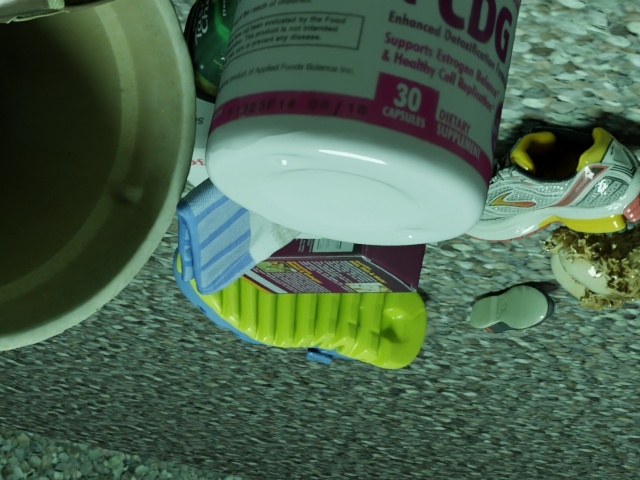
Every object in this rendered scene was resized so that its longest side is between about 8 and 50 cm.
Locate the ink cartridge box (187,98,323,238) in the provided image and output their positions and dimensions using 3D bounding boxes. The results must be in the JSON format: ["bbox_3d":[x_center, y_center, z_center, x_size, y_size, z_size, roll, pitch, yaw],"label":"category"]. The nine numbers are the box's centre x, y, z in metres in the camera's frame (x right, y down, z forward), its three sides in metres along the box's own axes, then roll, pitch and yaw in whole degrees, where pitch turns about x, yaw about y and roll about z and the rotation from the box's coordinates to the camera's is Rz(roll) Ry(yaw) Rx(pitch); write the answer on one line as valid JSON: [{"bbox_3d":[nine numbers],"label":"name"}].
[{"bbox_3d":[-0.028,-0.077,1.712,0.154,0.093,0.212,2,162,24],"label":"ink cartridge box"}]

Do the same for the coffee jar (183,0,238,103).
[{"bbox_3d":[-0.046,-0.163,1.420,0.079,0.096,0.184,14,162,-15],"label":"coffee jar"}]

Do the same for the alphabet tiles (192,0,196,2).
[{"bbox_3d":[-0.079,-0.224,1.423,0.198,0.009,0.237,-7,155,45],"label":"alphabet tiles"}]

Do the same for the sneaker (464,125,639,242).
[{"bbox_3d":[0.183,-0.060,1.689,0.225,0.088,0.092,-7,135,43],"label":"sneaker"}]

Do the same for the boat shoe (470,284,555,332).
[{"bbox_3d":[0.217,0.079,2.126,0.043,0.049,0.137,16,164,-27],"label":"boat shoe"}]

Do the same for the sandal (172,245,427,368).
[{"bbox_3d":[-0.039,0.071,2.141,0.317,0.126,0.138,25,161,-35],"label":"sandal"}]

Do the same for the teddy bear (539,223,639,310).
[{"bbox_3d":[0.362,0.020,1.739,0.338,0.113,0.245,6,172,17],"label":"teddy bear"}]

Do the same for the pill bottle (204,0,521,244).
[{"bbox_3d":[0.037,-0.153,1.118,0.160,0.283,0.160,10,163,3],"label":"pill bottle"}]

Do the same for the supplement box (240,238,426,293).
[{"bbox_3d":[0.000,0.000,1.952,0.188,0.080,0.104,-2,158,35],"label":"supplement box"}]

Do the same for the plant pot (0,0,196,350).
[{"bbox_3d":[-0.310,-0.100,1.476,0.334,0.333,0.305,22,174,-31],"label":"plant pot"}]

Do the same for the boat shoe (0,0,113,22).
[{"bbox_3d":[-0.199,-0.189,1.288,0.257,0.095,0.095,-18,-155,-27],"label":"boat shoe"}]

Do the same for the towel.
[{"bbox_3d":[0.011,-0.066,1.516,0.034,0.285,0.209,53,167,13],"label":"towel"}]
